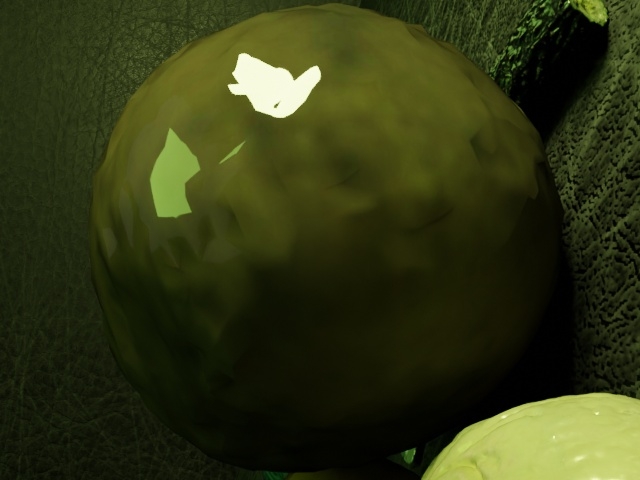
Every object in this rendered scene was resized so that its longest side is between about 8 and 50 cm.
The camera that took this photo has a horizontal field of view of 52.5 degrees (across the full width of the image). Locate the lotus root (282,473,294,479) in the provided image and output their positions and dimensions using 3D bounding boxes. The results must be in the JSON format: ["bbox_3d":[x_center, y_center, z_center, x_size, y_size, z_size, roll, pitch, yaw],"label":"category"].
[{"bbox_3d":[-0.021,0.424,0.790,0.193,0.193,0.291,116,172,-55],"label":"lotus root"}]

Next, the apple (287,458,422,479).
[{"bbox_3d":[0.034,0.289,0.647,0.155,0.182,0.182,-53,-7,-36],"label":"apple"}]

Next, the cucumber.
[{"bbox_3d":[0.191,-0.133,0.678,0.300,0.072,0.072,114,168,-51],"label":"cucumber"}]

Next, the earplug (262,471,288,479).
[{"bbox_3d":[-0.058,0.396,1.326,0.280,0.163,0.257,-66,-32,-15],"label":"earplug"}]

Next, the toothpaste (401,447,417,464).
[{"bbox_3d":[0.092,0.228,0.855,0.216,0.037,0.062,-168,94,-77],"label":"toothpaste"}]

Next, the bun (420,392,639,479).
[{"bbox_3d":[0.115,0.196,0.333,0.244,0.153,0.244,-170,90,-83],"label":"bun"}]

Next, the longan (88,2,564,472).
[{"bbox_3d":[0.005,-0.001,0.591,0.436,0.403,0.404,112,170,-48],"label":"longan"}]
